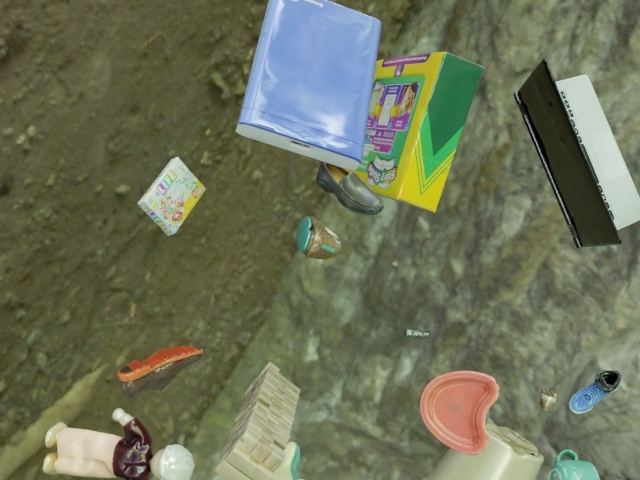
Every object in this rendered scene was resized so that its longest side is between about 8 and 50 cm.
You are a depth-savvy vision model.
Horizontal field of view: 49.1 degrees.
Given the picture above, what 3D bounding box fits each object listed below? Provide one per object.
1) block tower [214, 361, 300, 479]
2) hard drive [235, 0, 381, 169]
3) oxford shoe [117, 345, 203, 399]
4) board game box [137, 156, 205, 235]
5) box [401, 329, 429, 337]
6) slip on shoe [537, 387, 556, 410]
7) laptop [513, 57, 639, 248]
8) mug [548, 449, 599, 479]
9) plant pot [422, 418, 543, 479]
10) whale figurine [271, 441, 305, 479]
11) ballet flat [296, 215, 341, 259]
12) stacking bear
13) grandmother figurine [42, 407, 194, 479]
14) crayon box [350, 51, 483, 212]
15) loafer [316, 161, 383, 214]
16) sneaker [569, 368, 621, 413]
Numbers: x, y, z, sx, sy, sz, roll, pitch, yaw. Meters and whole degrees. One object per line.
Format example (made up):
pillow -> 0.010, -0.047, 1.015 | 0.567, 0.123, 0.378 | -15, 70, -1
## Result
block tower -> -0.115, 0.366, 1.401 | 0.091, 0.097, 0.335 | -49, -173, 13
hard drive -> -0.011, -0.289, 1.212 | 0.040, 0.210, 0.319 | 127, -24, -58
oxford shoe -> -0.472, 0.390, 2.098 | 0.271, 0.097, 0.098 | -17, 106, -34
board game box -> -0.335, -0.101, 1.591 | 0.026, 0.103, 0.154 | -15, -144, 40
box -> 0.275, 0.274, 2.034 | 0.083, 0.067, 0.018 | 103, -9, -77
slip on shoe -> 0.620, 0.435, 1.919 | 0.135, 0.051, 0.041 | 7, 97, -77
laptop -> 0.602, -0.199, 1.510 | 0.408, 0.382, 0.236 | -19, 176, -30
mug -> 0.664, 0.647, 1.874 | 0.158, 0.097, 0.129 | -128, -134, -81
plant pot -> 0.464, 0.686, 1.998 | 0.305, 0.334, 0.334 | -63, 173, 5
whale figurine -> -0.071, 0.567, 1.473 | 0.216, 0.141, 0.272 | -49, -160, 32
ballet flat -> 0.000, 0.000, 2.140 | 0.342, 0.124, 0.116 | -137, -114, -81
stacking bear -> 0.327, 0.402, 1.654 | 0.289, 0.164, 0.175 | 50, 54, -69
grandmother figurine -> -0.445, 0.481, 1.568 | 0.104, 0.342, 0.208 | -30, 125, -74
crayon box -> 0.187, -0.248, 1.582 | 0.363, 0.106, 0.313 | -149, -106, -69
loafer -> 0.056, -0.109, 1.397 | 0.062, 0.170, 0.061 | -38, 147, -32
sneaker -> 0.709, 0.385, 1.808 | 0.152, 0.058, 0.084 | -27, 144, -6
